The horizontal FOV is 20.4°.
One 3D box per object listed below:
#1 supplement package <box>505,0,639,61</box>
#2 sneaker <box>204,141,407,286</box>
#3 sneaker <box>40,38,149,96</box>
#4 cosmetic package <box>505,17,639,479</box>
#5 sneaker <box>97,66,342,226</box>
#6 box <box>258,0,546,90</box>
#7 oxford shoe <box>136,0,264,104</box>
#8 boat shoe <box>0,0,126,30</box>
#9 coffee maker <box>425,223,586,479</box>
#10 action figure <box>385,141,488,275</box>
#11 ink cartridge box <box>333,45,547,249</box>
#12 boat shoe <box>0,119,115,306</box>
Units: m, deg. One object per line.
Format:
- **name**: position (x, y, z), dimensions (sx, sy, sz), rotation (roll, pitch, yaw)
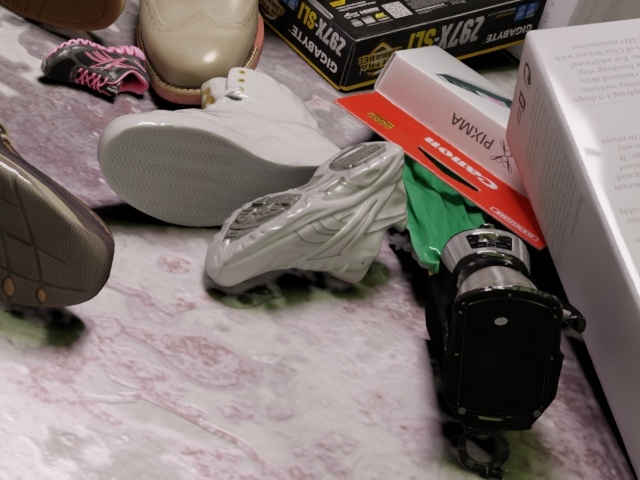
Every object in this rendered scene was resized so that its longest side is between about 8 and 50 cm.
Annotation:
- **supplement package**: position (0.352, -0.341, 2.296), dimensions (0.293, 0.177, 0.175), rotation (-12, 45, -43)
- **sneaker**: position (0.000, 0.000, 1.666), dimensions (0.232, 0.115, 0.090), rotation (-29, 22, -25)
- **sneaker**: position (-0.227, -0.172, 1.825), dimensions (0.119, 0.047, 0.057), rotation (-2, 51, -32)
- **cosmetic package**: position (0.353, -0.002, 1.685), dimensions (0.230, 0.161, 0.453), rotation (-7, 51, -10)
- **sneaker**: position (-0.110, -0.099, 1.740), dimensions (0.292, 0.108, 0.169), rotation (10, 32, -37)
- **box**: position (0.076, -0.309, 2.141), dimensions (0.322, 0.079, 0.257), rotation (-19, 48, -37)
- **oxford shoe**: position (-0.134, -0.308, 1.932), dimensions (0.140, 0.146, 0.397), rotation (-2, 46, -1)
- **boat shoe**: position (-0.336, -0.341, 1.927), dimensions (0.341, 0.122, 0.110), rotation (31, 34, 15)
- **coffee maker**: position (0.145, 0.091, 1.588), dimensions (0.120, 0.171, 0.178), rotation (25, 15, -8)
- **action figure**: position (0.118, -0.009, 1.772), dimensions (0.137, 0.063, 0.232), rotation (14, 28, -14)
- **ink cartridge box**: position (0.175, -0.107, 1.897), dimensions (0.275, 0.060, 0.239), rotation (37, 20, 14)
- **boat shoe**: position (-0.318, -0.070, 1.533), dimensions (0.355, 0.132, 0.130), rotation (30, 33, 10)
